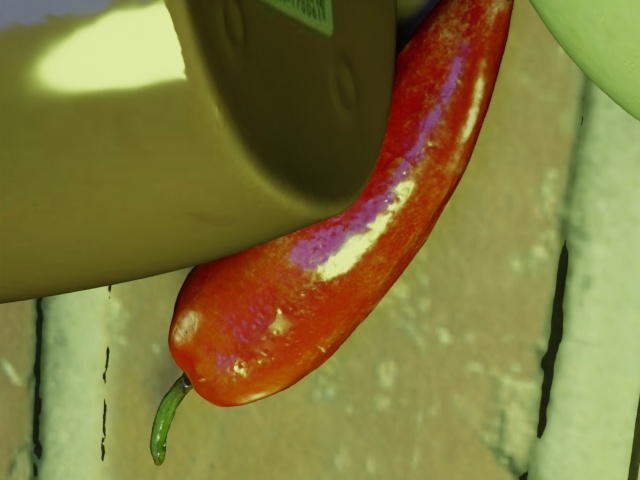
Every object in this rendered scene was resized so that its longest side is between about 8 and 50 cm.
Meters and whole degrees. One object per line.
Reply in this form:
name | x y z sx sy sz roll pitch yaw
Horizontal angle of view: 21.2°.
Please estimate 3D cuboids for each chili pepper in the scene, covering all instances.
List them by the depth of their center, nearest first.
chili pepper | 0.000 0.000 0.712 0.071 0.063 0.272 45 113 13

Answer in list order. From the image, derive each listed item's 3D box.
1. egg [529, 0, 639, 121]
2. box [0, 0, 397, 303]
egg | 0.139 -0.150 0.542 0.186 0.186 0.253 1 102 26
box | -0.105 -0.115 0.620 0.216 0.301 0.301 -2 99 21
